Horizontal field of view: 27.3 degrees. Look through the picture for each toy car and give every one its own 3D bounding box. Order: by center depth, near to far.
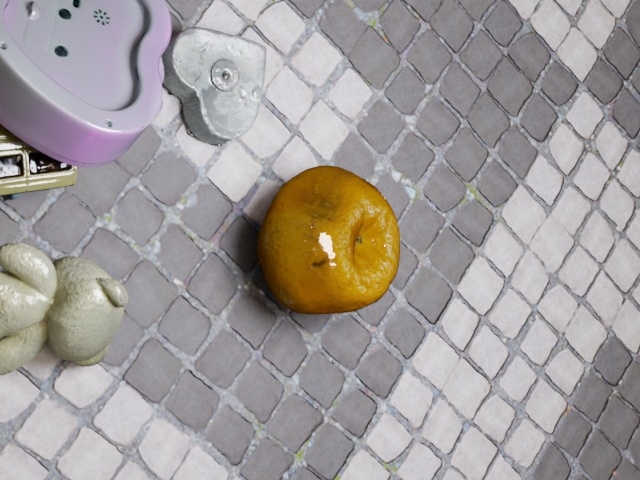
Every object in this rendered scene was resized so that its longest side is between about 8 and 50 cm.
[{"bbox_3d":[-0.470,-0.114,1.841,0.257,0.101,0.124,-10,93,-33],"label":"toy car"}]

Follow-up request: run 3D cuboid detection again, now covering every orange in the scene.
[{"bbox_3d":[0.000,0.000,2.078,0.249,0.183,0.249,13,74,-49],"label":"orange"}]

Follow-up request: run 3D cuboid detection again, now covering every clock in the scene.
[{"bbox_3d":[-0.348,-0.274,1.861,0.338,0.102,0.338,21,53,-30],"label":"clock"}]

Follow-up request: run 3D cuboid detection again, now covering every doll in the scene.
[{"bbox_3d":[-0.422,0.086,1.860,0.278,0.175,0.149,6,45,-23],"label":"doll"}]

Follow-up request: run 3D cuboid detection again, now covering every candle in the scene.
[{"bbox_3d":[-0.158,-0.256,2.064,0.168,0.068,0.192,-41,111,-29],"label":"candle"}]
